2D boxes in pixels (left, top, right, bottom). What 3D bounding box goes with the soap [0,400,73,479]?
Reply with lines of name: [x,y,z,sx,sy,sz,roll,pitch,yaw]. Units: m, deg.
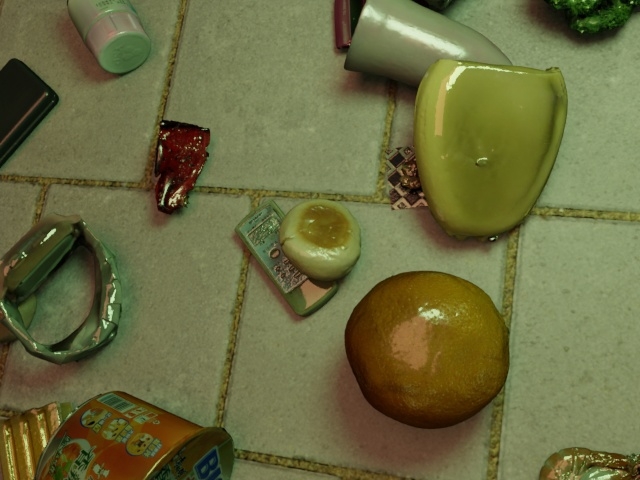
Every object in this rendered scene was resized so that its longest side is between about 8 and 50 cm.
soap: [-0.525,0.437,1.311,0.140,0.073,0.232,-21,72,10]

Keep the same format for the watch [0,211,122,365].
watch: [-0.489,0.103,1.334,0.241,0.162,0.253,39,70,0]

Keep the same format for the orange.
orange: [0.174,0.171,1.110,0.264,0.264,0.265,-4,75,14]

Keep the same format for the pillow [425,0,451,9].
pillow: [0.233,-0.587,1.322,0.228,0.101,0.326,36,68,20]

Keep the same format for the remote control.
remote control: [-0.066,0.032,1.315,0.098,0.038,0.233,-39,69,2]

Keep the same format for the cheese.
cheese: [0.280,-0.151,1.190,0.259,0.128,0.316,9,103,5]

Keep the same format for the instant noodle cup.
instant noodle cup: [-0.318,0.400,1.170,0.213,0.296,0.297,23,82,27]

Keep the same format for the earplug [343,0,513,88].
earplug: [0.213,-0.339,1.275,0.301,0.172,0.173,24,83,3]

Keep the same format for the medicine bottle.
medicine bottle: [-0.455,-0.462,1.493,0.135,0.135,0.169,-33,70,4]

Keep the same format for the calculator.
calculator: [0.123,-0.447,1.393,0.190,0.034,0.127,-3,74,8]

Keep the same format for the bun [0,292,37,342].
bun: [-0.678,0.134,1.407,0.173,0.113,0.167,-40,70,0]

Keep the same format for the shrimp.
shrimp: [0.438,0.368,1.095,0.183,0.043,0.092,-17,69,11]

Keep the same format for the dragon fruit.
dragon fruit: [-0.280,-0.144,1.378,0.092,0.122,0.192,10,76,2]

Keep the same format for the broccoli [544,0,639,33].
broccoli: [0.504,-0.520,1.196,0.307,0.275,0.308,0,96,-4]

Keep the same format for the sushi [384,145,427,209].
sushi: [0.182,-0.127,1.297,0.120,0.026,0.126,-7,74,14]

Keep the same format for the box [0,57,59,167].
box: [-0.711,-0.284,1.557,0.160,0.050,0.230,41,89,20]

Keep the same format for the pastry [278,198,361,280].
pastry: [0.000,0.000,1.255,0.156,0.092,0.157,8,51,-10]
